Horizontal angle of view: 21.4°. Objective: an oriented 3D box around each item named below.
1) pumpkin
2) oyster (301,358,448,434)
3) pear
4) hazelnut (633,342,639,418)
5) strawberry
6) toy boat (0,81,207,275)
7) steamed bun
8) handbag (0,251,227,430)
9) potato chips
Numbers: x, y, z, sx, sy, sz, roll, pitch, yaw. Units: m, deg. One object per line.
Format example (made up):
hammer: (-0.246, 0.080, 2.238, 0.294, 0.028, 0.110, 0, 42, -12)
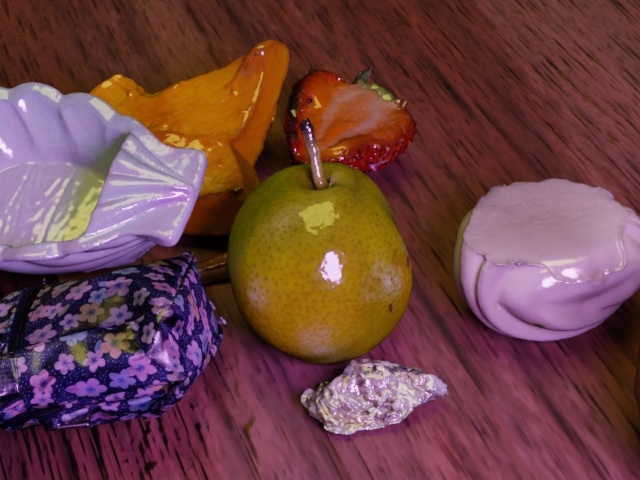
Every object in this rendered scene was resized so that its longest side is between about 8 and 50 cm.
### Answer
pumpkin: (-0.178, -0.088, 1.712, 0.290, 0.095, 0.258, -6, 43, 10)
oyster: (0.042, 0.130, 1.444, 0.098, 0.037, 0.100, 27, 45, 37)
pear: (0.000, 0.000, 1.483, 0.166, 0.216, 0.180, 4, 30, 3)
hazelnut: (0.352, 0.107, 1.328, 0.214, 0.176, 0.214, -9, 53, 13)
strawberry: (0.023, -0.108, 1.749, 0.140, 0.085, 0.192, 7, 37, -12)
toy boat: (-0.247, -0.042, 1.555, 0.290, 0.100, 0.199, 8, 59, 17)
steamed bun: (0.206, 0.022, 1.530, 0.183, 0.106, 0.183, -4, 31, 2)
handbag: (-0.195, 0.091, 1.429, 0.208, 0.126, 0.228, -14, 13, 7)
potato chips: (-0.147, 0.027, 1.616, 0.204, 0.037, 0.026, -9, 25, 1)
